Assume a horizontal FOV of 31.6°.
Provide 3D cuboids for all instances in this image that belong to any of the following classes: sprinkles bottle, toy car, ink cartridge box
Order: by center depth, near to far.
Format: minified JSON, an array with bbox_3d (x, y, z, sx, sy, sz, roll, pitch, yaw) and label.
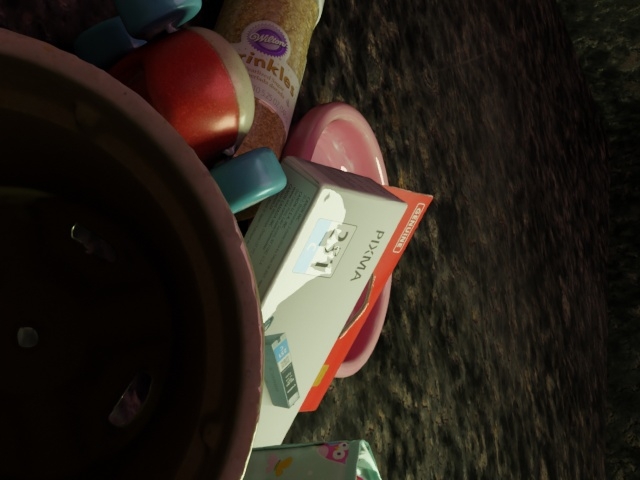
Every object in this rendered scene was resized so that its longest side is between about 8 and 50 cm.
[{"bbox_3d":[-0.195,-0.091,0.998,0.238,0.210,0.219,-25,91,-34],"label":"toy car"},{"bbox_3d":[-0.002,0.074,1.160,0.261,0.066,0.296,10,112,-51],"label":"ink cartridge box"},{"bbox_3d":[-0.079,-0.188,1.285,0.121,0.121,0.355,55,35,-41],"label":"sprinkles bottle"}]

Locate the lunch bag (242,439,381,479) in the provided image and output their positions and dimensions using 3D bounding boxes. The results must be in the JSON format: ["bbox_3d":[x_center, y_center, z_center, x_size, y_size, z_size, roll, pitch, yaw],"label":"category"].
[{"bbox_3d":[-0.044,0.318,1.041,0.160,0.224,0.262,8,73,-71],"label":"lunch bag"}]

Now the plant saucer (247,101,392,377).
[{"bbox_3d":[0.000,0.000,1.372,0.332,0.084,0.332,-1,90,-68],"label":"plant saucer"}]

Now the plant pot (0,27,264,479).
[{"bbox_3d":[-0.204,0.063,0.689,0.305,0.334,0.333,155,-75,-86],"label":"plant pot"}]
